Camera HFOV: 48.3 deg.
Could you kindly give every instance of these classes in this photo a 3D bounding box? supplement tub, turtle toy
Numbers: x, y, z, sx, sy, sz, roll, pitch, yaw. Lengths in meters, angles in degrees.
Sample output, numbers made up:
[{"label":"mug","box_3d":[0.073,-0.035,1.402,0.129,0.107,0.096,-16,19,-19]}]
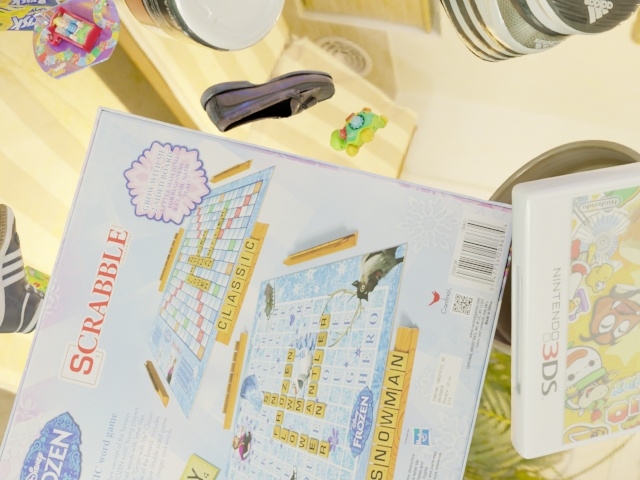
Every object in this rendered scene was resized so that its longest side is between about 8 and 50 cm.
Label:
[{"label":"supplement tub","box_3d":[-0.206,-0.418,1.156,0.194,0.316,0.193,-13,116,-28]},{"label":"turtle toy","box_3d":[0.070,-0.215,1.421,0.130,0.066,0.095,-39,-174,43]}]

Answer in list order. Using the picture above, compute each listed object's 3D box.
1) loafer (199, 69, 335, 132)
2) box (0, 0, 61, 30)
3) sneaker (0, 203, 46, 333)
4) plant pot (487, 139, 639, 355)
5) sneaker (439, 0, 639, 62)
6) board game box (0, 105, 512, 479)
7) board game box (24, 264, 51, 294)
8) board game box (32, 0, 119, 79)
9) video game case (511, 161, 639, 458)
[{"label":"loafer","box_3d":[-0.097,-0.281,1.488,0.303,0.095,0.109,-14,158,-27]},{"label":"box","box_3d":[-0.567,-0.423,1.314,0.169,0.059,0.054,-13,143,-38]},{"label":"sneaker","box_3d":[-0.668,0.070,1.557,0.153,0.099,0.282,27,56,-57]},{"label":"plant pot","box_3d":[0.410,0.061,1.029,0.280,0.323,0.323,30,70,-30]},{"label":"sneaker","box_3d":[0.191,-0.399,0.715,0.257,0.169,0.447,178,-83,-70]},{"label":"board game box","box_3d":[-0.046,0.093,0.525,0.066,0.318,0.318,94,10,-83]},{"label":"board game box","box_3d":[-0.816,0.145,2.094,0.181,0.092,0.043,37,24,-50]},{"label":"board game box","box_3d":[-0.417,-0.350,1.190,0.033,0.169,0.133,26,48,-72]},{"label":"video game case","box_3d":[0.242,0.042,0.499,0.026,0.227,0.206,-121,-157,-65]}]
